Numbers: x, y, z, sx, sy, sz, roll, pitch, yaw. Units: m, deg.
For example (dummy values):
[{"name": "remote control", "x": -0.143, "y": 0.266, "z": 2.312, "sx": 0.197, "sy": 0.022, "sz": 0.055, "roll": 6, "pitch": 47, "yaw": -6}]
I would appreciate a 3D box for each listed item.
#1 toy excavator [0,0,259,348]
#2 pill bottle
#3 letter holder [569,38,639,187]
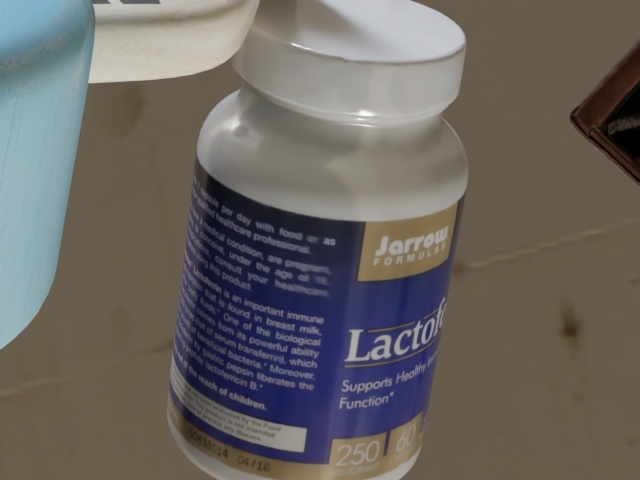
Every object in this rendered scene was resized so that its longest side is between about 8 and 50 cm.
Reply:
[{"name": "toy excavator", "x": -0.166, "y": -0.081, "z": 0.857, "sx": 0.433, "sy": 0.445, "sz": 0.222, "roll": -118, "pitch": -144, "yaw": -48}, {"name": "pill bottle", "x": 0.000, "y": 0.000, "z": 1.082, "sx": 0.153, "sy": 0.153, "sz": 0.264, "roll": 30, "pitch": -56, "yaw": 39}, {"name": "letter holder", "x": 0.307, "y": -0.062, "z": 1.174, "sx": 0.214, "sy": 0.302, "sz": 0.152, "roll": 45, "pitch": -72, "yaw": 10}]
